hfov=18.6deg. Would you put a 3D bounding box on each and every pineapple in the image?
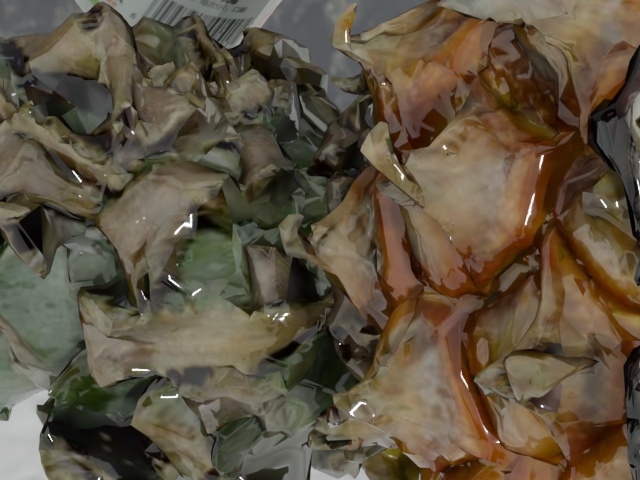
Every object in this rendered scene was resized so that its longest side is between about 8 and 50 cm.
[{"bbox_3d":[0.000,0.000,0.513,0.271,0.262,0.262,-1,154,28],"label":"pineapple"}]

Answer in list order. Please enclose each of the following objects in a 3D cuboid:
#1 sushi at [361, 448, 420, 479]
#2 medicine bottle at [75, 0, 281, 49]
[{"bbox_3d":[0.121,0.131,0.894,0.167,0.296,0.179,-11,139,-29],"label":"sushi"},{"bbox_3d":[-0.016,-0.145,0.666,0.086,0.086,0.183,9,142,-34],"label":"medicine bottle"}]
